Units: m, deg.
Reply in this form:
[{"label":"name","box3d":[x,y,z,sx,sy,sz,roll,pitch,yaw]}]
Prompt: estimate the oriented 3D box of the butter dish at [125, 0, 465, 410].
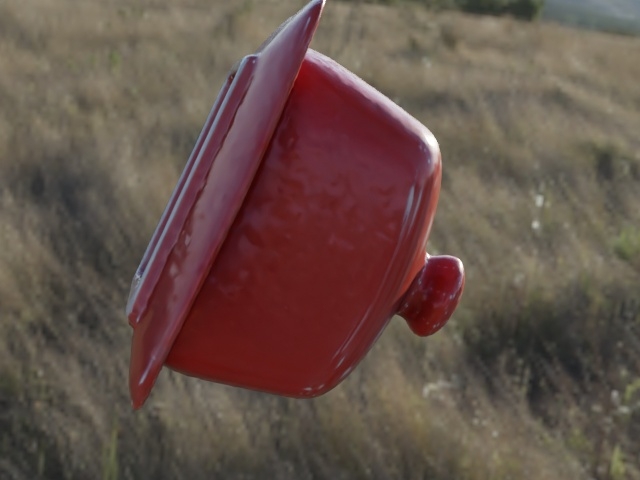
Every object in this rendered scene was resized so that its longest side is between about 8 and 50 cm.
[{"label":"butter dish","box3d":[0.000,0.000,0.554,0.118,0.160,0.160,25,2,-7]}]
